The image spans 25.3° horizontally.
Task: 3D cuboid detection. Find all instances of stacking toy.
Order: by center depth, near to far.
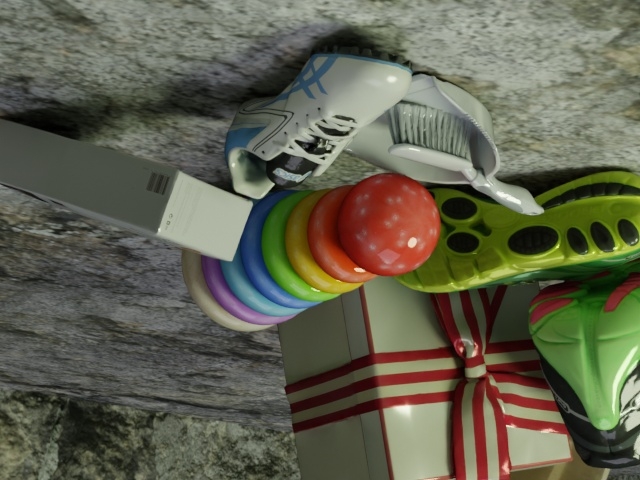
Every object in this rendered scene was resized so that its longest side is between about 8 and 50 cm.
[{"bbox_3d":[0.000,0.000,1.332,0.141,0.141,0.330,12,165,-30],"label":"stacking toy"}]

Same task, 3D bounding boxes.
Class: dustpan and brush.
[{"bbox_3d":[0.117,-0.070,1.210,0.211,0.060,0.147,15,161,-37],"label":"dustpan and brush"}]

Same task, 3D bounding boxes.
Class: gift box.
[{"bbox_3d":[0.128,0.143,1.561,0.276,0.255,0.258,-9,170,-26],"label":"gift box"}]

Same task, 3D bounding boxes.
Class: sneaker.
[{"bbox_3d":[-0.002,-0.090,1.116,0.085,0.086,0.237,13,162,-26],"label":"sneaker"},{"bbox_3d":[0.195,0.006,1.389,0.295,0.109,0.123,-5,160,29],"label":"sneaker"},{"bbox_3d":[0.336,0.123,1.500,0.185,0.202,0.483,-6,-176,29],"label":"sneaker"}]

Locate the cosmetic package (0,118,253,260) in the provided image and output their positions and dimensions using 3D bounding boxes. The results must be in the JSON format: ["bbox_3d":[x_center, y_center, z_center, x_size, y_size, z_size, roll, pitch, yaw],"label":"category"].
[{"bbox_3d":[-0.181,-0.045,1.232,0.239,0.060,0.099,17,178,39],"label":"cosmetic package"}]

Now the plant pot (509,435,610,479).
[{"bbox_3d":[0.176,0.269,1.937,0.334,0.334,0.305,20,-170,-47],"label":"plant pot"}]
